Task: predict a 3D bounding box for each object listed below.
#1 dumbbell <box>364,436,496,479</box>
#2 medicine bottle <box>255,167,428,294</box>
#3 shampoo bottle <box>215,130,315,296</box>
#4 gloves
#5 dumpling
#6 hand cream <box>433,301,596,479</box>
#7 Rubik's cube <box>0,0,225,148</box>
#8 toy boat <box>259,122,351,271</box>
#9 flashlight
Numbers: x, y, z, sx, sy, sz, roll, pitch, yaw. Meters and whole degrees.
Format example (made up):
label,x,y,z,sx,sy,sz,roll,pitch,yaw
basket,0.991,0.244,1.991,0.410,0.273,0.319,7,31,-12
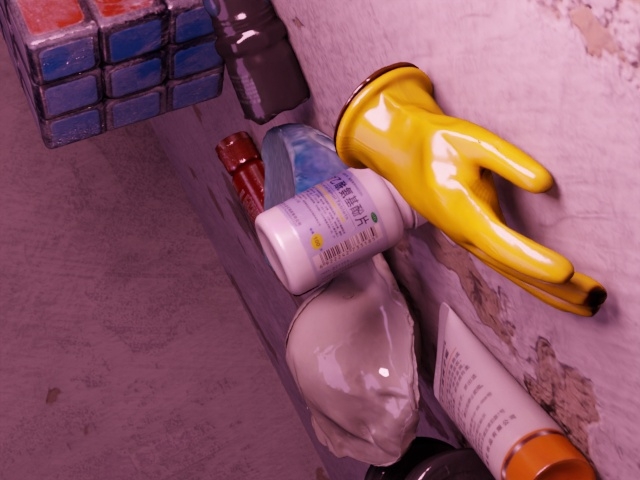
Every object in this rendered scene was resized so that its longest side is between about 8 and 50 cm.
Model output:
label,x,y,z,sx,sy,sz,roll,pitch,yaw
dumbbell,0.172,0.375,1.596,0.185,0.185,0.388,62,170,1
medicine bottle,0.028,-0.022,1.286,0.103,0.186,0.103,60,169,19
shampoo bottle,-0.089,-0.050,2.057,0.314,0.076,0.118,60,170,13
gloves,0.146,-0.032,1.020,0.294,0.116,0.133,45,-171,31
dumpling,0.057,0.181,1.593,0.181,0.341,0.260,16,-148,-41
hand cream,0.196,0.204,1.309,0.314,0.089,0.140,-129,36,-55
Rubik's cube,-0.326,-0.361,1.681,0.301,0.305,0.304,111,139,-66
toy boat,-0.006,-0.052,1.571,0.330,0.123,0.215,-153,66,-75
flashlight,-0.128,-0.356,1.461,0.424,0.103,0.103,68,168,-22
